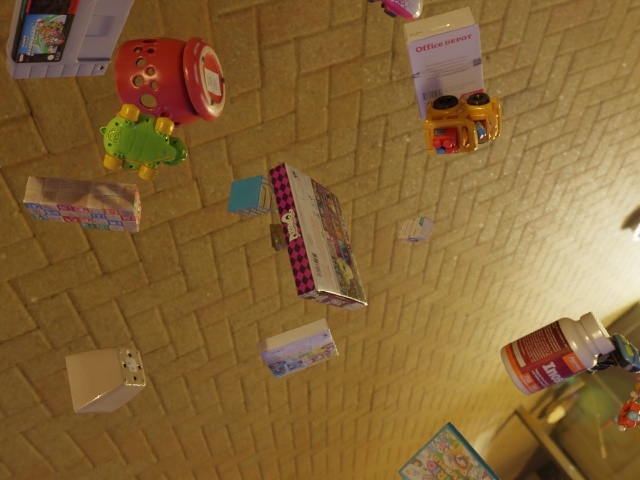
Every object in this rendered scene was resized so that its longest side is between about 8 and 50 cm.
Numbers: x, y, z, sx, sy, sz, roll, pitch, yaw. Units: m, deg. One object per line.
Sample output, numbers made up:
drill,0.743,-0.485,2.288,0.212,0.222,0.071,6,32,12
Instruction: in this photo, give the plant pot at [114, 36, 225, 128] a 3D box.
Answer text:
plant pot,-0.302,-0.330,1.125,0.174,0.191,0.191,-6,146,11

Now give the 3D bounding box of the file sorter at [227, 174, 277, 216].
file sorter,-0.243,-0.156,1.979,0.170,0.118,0.105,-6,161,43

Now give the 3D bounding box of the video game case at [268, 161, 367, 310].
video game case,0.000,0.000,0.954,0.042,0.232,0.210,-23,159,21

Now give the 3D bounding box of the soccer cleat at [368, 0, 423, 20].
soccer cleat,0.047,-0.466,0.771,0.331,0.116,0.143,39,116,-11

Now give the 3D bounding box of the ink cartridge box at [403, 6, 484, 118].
ink cartridge box,0.378,-0.533,1.639,0.207,0.117,0.283,-11,138,12

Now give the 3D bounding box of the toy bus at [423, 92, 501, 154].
toy bus,0.410,-0.323,1.586,0.221,0.211,0.149,0,127,23

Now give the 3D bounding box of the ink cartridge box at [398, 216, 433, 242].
ink cartridge box,0.218,-0.023,1.241,0.028,0.083,0.048,25,75,-22

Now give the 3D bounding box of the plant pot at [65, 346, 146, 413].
plant pot,-0.394,0.254,1.014,0.096,0.109,0.109,-23,159,9

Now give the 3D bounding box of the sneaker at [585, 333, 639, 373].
sneaker,0.467,0.192,0.886,0.078,0.067,0.188,-46,176,0

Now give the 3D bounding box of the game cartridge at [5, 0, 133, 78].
game cartridge,-0.540,-0.478,1.173,0.230,0.068,0.355,-26,173,-43

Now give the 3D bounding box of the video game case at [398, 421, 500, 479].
video game case,0.219,0.411,0.944,0.015,0.119,0.166,-12,142,-47

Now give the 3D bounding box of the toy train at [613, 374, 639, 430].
toy train,0.637,0.309,1.030,0.125,0.046,0.166,-55,171,-27

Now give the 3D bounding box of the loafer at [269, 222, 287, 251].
loafer,-0.087,-0.007,1.226,0.050,0.148,0.056,-8,107,-8

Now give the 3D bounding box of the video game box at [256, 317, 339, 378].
video game box,-0.060,0.313,1.554,0.205,0.048,0.187,-19,141,-2

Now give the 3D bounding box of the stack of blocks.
stack of blocks,-0.705,-0.106,1.628,0.298,0.087,0.171,4,158,-12

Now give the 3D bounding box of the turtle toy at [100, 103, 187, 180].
turtle toy,-0.249,-0.138,0.771,0.130,0.066,0.095,17,102,-37

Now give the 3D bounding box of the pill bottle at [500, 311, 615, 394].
pill bottle,0.370,0.174,0.846,0.152,0.086,0.086,-35,148,24
